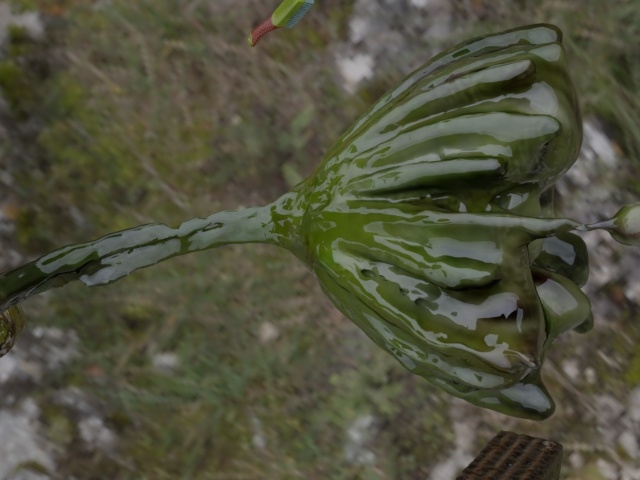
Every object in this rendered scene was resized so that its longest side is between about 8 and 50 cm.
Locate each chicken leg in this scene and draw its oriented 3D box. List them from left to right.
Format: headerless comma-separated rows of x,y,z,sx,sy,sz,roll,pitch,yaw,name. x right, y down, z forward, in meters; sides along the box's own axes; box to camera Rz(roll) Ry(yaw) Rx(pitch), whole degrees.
-0.358,0.073,1.763,0.178,0.093,0.070,8,97,37,chicken leg

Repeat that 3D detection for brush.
-0.033,-0.185,1.563,0.083,0.021,0.018,-38,48,44,brush

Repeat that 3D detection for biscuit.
0.164,0.255,1.702,0.070,0.252,0.106,10,101,16,biscuit

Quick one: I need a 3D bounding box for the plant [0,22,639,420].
-0.003,-0.032,0.973,0.333,0.180,0.251,10,26,1,plant
